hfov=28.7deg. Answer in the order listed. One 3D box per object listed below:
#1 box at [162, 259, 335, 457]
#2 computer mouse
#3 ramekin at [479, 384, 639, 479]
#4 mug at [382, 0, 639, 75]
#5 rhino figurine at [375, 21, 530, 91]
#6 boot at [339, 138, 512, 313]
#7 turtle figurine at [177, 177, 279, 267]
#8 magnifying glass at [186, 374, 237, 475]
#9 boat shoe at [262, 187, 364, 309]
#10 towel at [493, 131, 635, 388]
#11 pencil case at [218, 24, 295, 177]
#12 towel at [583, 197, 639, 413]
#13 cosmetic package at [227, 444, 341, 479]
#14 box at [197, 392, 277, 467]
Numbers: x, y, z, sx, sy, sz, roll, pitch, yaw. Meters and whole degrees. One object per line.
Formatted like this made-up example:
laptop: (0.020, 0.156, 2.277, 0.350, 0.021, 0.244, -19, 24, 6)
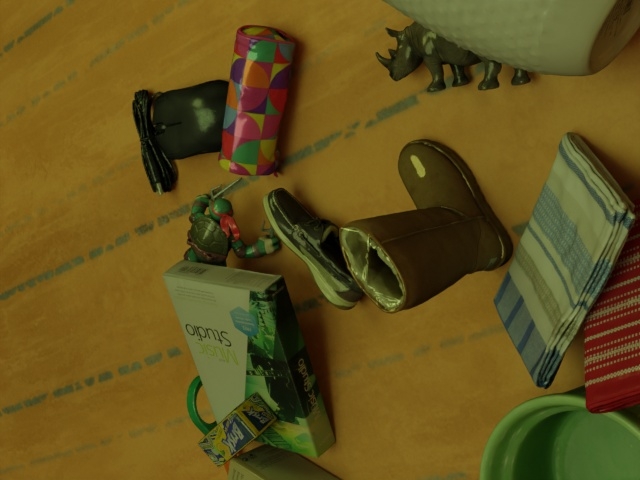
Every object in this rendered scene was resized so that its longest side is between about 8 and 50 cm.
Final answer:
box: (-0.115, 0.191, 2.025, 0.232, 0.058, 0.322, 7, 125, 41)
computer mouse: (-0.230, -0.186, 2.086, 0.272, 0.072, 0.188, -14, 91, 44)
ramekin: (0.371, 0.327, 1.615, 0.303, 0.148, 0.303, 12, 109, 40)
mug: (0.240, -0.384, 1.451, 0.328, 0.276, 0.374, 37, 137, 19)
rhino figurine: (0.171, -0.259, 1.700, 0.243, 0.073, 0.106, 5, 108, 43)
boot: (0.119, -0.030, 1.668, 0.236, 0.269, 0.089, 50, 127, 20)
turtle figurine: (-0.167, -0.006, 2.052, 0.175, 0.118, 0.234, 45, 133, 25)
magnifying glass: (-0.171, 0.340, 2.169, 0.026, 0.092, 0.231, -7, 106, 39)
boat shoe: (0.000, 0.001, 1.925, 0.073, 0.080, 0.223, -44, 76, 34)
towel: (0.303, 0.024, 1.608, 0.209, 0.034, 0.285, -109, 33, -54)
pencil case: (-0.098, -0.215, 1.943, 0.104, 0.104, 0.236, 27, 119, 35)
towel: (0.400, 0.065, 1.505, 0.199, 0.031, 0.274, -26, 46, 43)
cosmetic package: (-0.012, 0.470, 2.030, 0.309, 0.113, 0.160, 24, 116, 37)
box: (-0.138, 0.314, 2.058, 0.059, 0.054, 0.169, 48, 141, 3)
